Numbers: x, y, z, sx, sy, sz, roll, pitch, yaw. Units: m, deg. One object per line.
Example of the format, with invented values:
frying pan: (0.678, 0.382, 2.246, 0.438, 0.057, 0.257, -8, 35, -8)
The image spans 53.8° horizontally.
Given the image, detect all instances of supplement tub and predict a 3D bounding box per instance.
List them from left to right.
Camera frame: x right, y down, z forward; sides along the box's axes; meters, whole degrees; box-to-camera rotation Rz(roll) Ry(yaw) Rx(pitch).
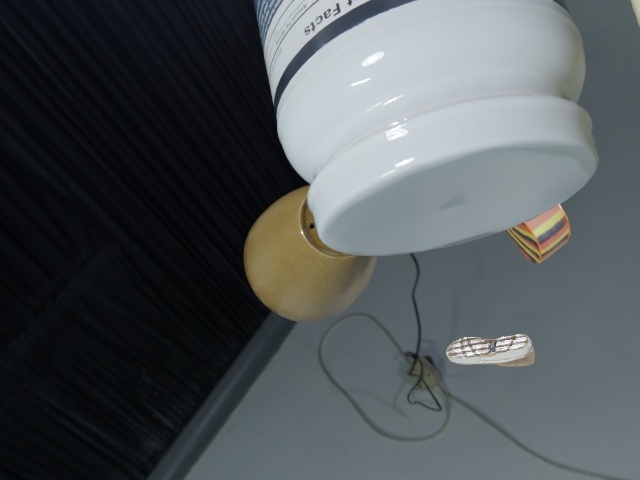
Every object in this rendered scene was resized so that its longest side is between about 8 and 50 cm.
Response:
supplement tub: (0.054, -0.145, 0.417, 0.191, 0.191, 0.272, -17, 71, 18)

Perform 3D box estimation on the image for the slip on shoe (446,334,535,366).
slip on shoe: (0.260, 0.175, 0.968, 0.135, 0.041, 0.051, -15, 29, 31)

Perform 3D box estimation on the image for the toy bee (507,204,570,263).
toy bee: (0.223, -0.094, 0.822, 0.195, 0.298, 0.162, -58, 1, -2)

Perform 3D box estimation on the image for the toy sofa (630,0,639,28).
toy sofa: (0.321, -0.116, 0.229, 0.362, 0.177, 0.150, -17, 83, 24)

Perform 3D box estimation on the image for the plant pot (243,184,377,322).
plant pot: (0.000, 0.000, 1.038, 0.237, 0.254, 0.237, 3, 74, -10)
